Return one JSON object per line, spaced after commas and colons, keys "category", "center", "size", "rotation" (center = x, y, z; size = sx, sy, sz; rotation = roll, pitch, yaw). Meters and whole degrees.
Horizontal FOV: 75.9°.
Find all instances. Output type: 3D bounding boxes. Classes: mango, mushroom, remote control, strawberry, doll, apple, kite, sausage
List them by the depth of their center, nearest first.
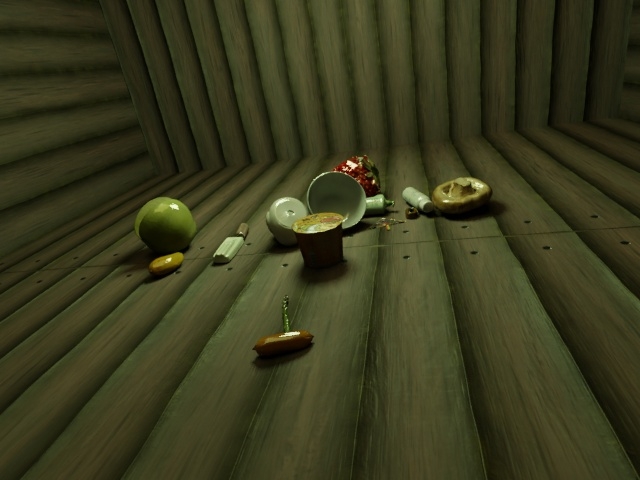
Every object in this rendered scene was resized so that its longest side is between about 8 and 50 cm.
{"category": "sausage", "center": [-0.108, 0.296, 1.191], "size": [0.183, 0.054, 0.062], "rotation": [-9, 51, -4]}
{"category": "mango", "center": [-0.688, 0.104, 1.845], "size": [0.098, 0.075, 0.190], "rotation": [13, 25, 27]}
{"category": "remote control", "center": [-0.433, 0.037, 1.922], "size": [0.090, 0.049, 0.230], "rotation": [-4, 22, 8]}
{"category": "mushroom", "center": [0.662, -0.210, 1.924], "size": [0.279, 0.145, 0.278], "rotation": [-9, 31, 5]}
{"category": "kite", "center": [0.308, -0.081, 1.940], "size": [0.190, 0.010, 0.159], "rotation": [-13, 24, -4]}
{"category": "doll", "center": [-0.161, -0.079, 1.941], "size": [0.221, 0.221, 0.250], "rotation": [-11, 58, -1]}
{"category": "apple", "center": [-0.767, -0.074, 2.026], "size": [0.292, 0.292, 0.254], "rotation": [17, 58, 47]}
{"category": "strawberry", "center": [0.158, -0.307, 2.249], "size": [0.344, 0.292, 0.292], "rotation": [-17, 20, 22]}

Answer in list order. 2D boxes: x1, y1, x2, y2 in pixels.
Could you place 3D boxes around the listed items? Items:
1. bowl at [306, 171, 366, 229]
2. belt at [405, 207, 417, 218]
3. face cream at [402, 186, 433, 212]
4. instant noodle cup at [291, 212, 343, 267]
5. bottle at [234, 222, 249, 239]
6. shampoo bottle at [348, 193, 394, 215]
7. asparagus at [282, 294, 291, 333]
{"category": "bowl", "center": [0.067, -0.172, 1.975], "size": [0.287, 0.286, 0.144], "rotation": [-16, -13, -14]}
{"category": "belt", "center": [0.438, -0.133, 1.974], "size": [0.059, 0.036, 0.083], "rotation": [-2, 24, 15]}
{"category": "face cream", "center": [0.487, -0.199, 2.037], "size": [0.082, 0.081, 0.269], "rotation": [-12, 20, -5]}
{"category": "instant noodle cup", "center": [0.000, 0.000, 1.673], "size": [0.216, 0.172, 0.215], "rotation": [-9, 23, 4]}
{"category": "bottle", "center": [-0.399, -0.044, 2.089], "size": [0.053, 0.053, 0.140], "rotation": [-8, 24, 4]}
{"category": "shampoo bottle", "center": [0.258, -0.179, 2.083], "size": [0.235, 0.087, 0.118], "rotation": [-5, 42, 10]}
{"category": "asparagus", "center": [-0.111, 0.246, 1.343], "size": [0.025, 0.024, 0.248], "rotation": [30, 15, -18]}
